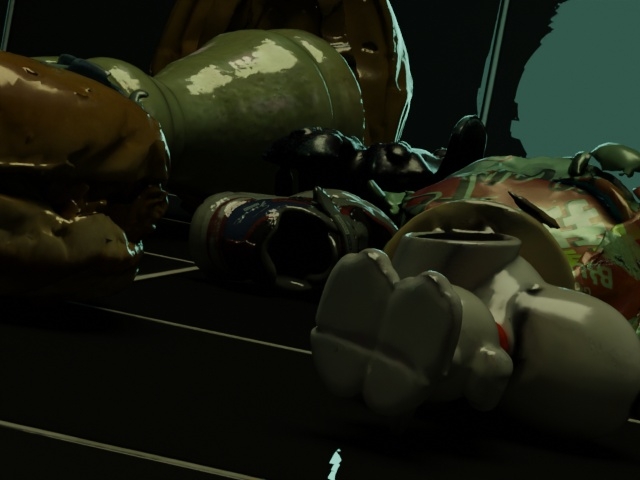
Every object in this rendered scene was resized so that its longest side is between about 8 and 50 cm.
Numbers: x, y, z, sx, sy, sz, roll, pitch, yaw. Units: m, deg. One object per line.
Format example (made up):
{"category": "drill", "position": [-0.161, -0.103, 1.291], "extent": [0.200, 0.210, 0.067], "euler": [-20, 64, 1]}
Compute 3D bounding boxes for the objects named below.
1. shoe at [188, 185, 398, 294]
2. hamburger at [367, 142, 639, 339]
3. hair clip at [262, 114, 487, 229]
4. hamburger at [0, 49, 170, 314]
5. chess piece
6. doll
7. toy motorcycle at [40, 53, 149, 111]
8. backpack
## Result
{"category": "shoe", "position": [0.000, 0.001, 1.821], "extent": [0.227, 0.099, 0.125], "euler": [2, 0, -32]}
{"category": "hamburger", "position": [0.156, 0.036, 1.545], "extent": [0.260, 0.150, 0.276], "euler": [-3, 28, 14]}
{"category": "hair clip", "position": [0.078, -0.043, 2.161], "extent": [0.206, 0.194, 0.310], "euler": [5, 2, 27]}
{"category": "hamburger", "position": [-0.273, -0.047, 1.404], "extent": [0.304, 0.174, 0.284], "euler": [16, -10, -21]}
{"category": "chess piece", "position": [-0.168, -0.126, 2.218], "extent": [0.234, 0.234, 0.442], "euler": [13, 13, 36]}
{"category": "doll", "position": [0.075, 0.040, 1.191], "extent": [0.271, 0.144, 0.208], "euler": [13, 10, -46]}
{"category": "toy motorcycle", "position": [-0.275, -0.095, 1.910], "extent": [0.206, 0.154, 0.260], "euler": [-37, 50, -28]}
{"category": "backpack", "position": [-0.043, -0.193, 2.559], "extent": [0.353, 0.378, 0.201], "euler": [16, -1, -7]}
